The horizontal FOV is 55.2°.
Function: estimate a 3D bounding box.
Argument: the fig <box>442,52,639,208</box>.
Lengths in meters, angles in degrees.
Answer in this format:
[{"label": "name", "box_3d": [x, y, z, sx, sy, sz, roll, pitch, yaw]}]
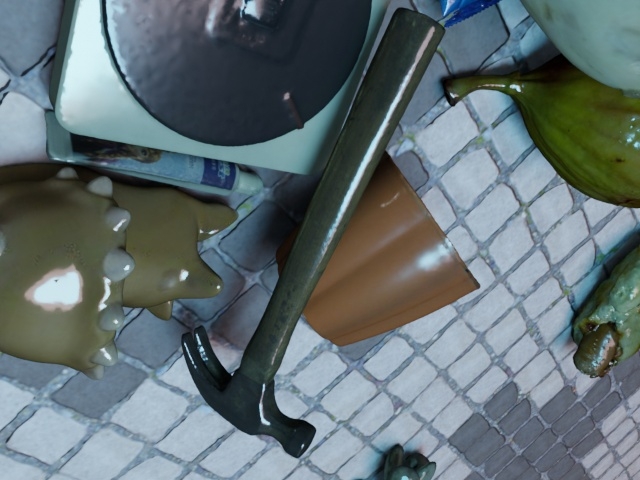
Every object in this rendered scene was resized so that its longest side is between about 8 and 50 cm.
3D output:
[{"label": "fig", "box_3d": [0.298, -0.158, 0.710, 0.321, 0.217, 0.217, 9, 116, -12]}]

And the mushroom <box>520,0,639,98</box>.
[{"label": "mushroom", "box_3d": [0.326, -0.302, 0.516, 0.336, 0.314, 0.314, -29, 132, 12]}]

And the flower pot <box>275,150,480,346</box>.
[{"label": "flower pot", "box_3d": [0.052, 0.018, 0.675, 0.173, 0.190, 0.190, -34, 132, 8]}]

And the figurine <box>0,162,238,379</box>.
[{"label": "figurine", "box_3d": [-0.192, 0.029, 0.535, 0.247, 0.173, 0.177, 25, 104, -39]}]

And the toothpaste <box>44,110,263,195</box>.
[{"label": "toothpaste", "box_3d": [-0.147, -0.073, 0.576, 0.216, 0.062, 0.037, 12, 131, -39]}]

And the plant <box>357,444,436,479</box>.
[{"label": "plant", "box_3d": [0.107, 0.484, 1.032, 0.146, 0.149, 0.274, 29, 85, -82]}]

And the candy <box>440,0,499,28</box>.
[{"label": "candy", "box_3d": [0.145, -0.294, 0.614, 0.088, 0.038, 0.136, -30, 123, -19]}]

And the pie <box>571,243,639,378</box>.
[{"label": "pie", "box_3d": [0.557, 0.103, 1.087, 0.257, 0.105, 0.274, -17, 131, -39]}]

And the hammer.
[{"label": "hammer", "box_3d": [0.000, 0.000, 0.585, 0.439, 0.168, 0.044, -64, 168, 18]}]

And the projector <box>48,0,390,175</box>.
[{"label": "projector", "box_3d": [-0.072, -0.198, 0.518, 0.257, 0.079, 0.259, 7, 115, -33]}]
